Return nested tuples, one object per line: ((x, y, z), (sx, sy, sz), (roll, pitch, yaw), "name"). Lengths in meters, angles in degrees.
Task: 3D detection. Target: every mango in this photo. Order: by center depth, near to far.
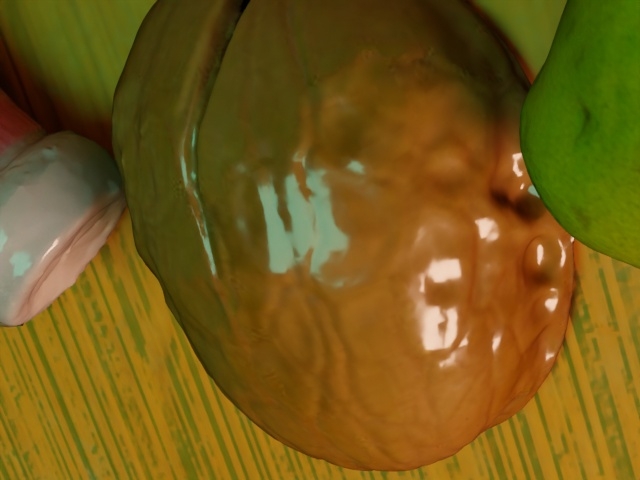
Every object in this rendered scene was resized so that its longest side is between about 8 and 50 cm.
((0.127, -0.052, 0.486), (0.117, 0.089, 0.163), (26, 139, 6), "mango")

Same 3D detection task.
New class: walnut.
((0.000, 0.002, 0.587), (0.167, 0.087, 0.211), (-10, 111, 30), "walnut")

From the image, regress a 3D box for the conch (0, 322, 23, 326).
((-0.260, 0.014, 0.733), (0.114, 0.234, 0.137), (116, 143, -52), "conch")

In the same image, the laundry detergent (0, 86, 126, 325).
((-0.225, -0.095, 0.663), (0.335, 0.088, 0.159), (39, 133, 5), "laundry detergent")
